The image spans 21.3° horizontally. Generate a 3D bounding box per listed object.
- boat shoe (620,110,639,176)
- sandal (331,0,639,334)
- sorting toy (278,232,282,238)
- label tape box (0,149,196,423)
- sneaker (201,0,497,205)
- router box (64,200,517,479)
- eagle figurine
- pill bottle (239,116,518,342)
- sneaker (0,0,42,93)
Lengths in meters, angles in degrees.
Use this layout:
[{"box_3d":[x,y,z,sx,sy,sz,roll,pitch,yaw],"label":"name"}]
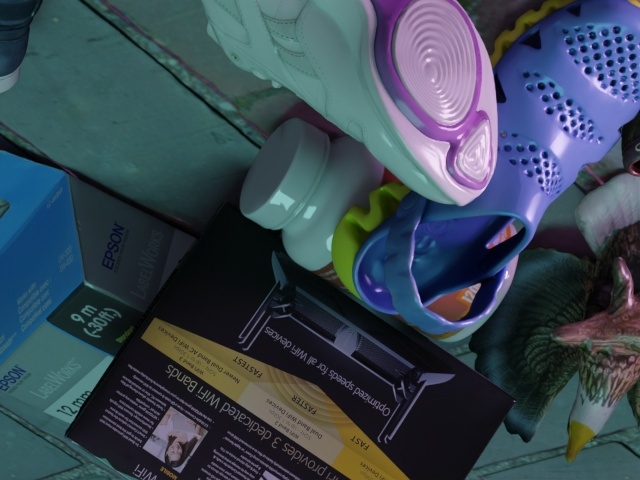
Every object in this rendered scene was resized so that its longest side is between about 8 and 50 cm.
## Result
[{"box_3d":[0.326,-0.083,1.265,0.207,0.073,0.073,-8,139,25],"label":"boat shoe"},{"box_3d":[0.139,-0.043,1.254,0.126,0.138,0.317,31,110,-22],"label":"sandal"},{"box_3d":[0.000,0.000,1.530,0.062,0.012,0.083,30,145,-15],"label":"sorting toy"},{"box_3d":[-0.210,0.076,1.615,0.348,0.115,0.249,26,143,-20],"label":"label tape box"},{"box_3d":[0.009,-0.147,1.203,0.305,0.114,0.152,52,144,-2],"label":"sneaker"},{"box_3d":[-0.026,0.151,1.467,0.309,0.243,0.081,35,173,-4],"label":"router box"},{"box_3d":[0.252,0.091,1.469,0.226,0.225,0.298,55,178,8],"label":"eagle figurine"},{"box_3d":[0.047,-0.012,1.405,0.216,0.121,0.121,28,142,-22],"label":"pill bottle"},{"box_3d":[-0.311,-0.216,1.269,0.226,0.086,0.163,23,142,-11],"label":"sneaker"}]
